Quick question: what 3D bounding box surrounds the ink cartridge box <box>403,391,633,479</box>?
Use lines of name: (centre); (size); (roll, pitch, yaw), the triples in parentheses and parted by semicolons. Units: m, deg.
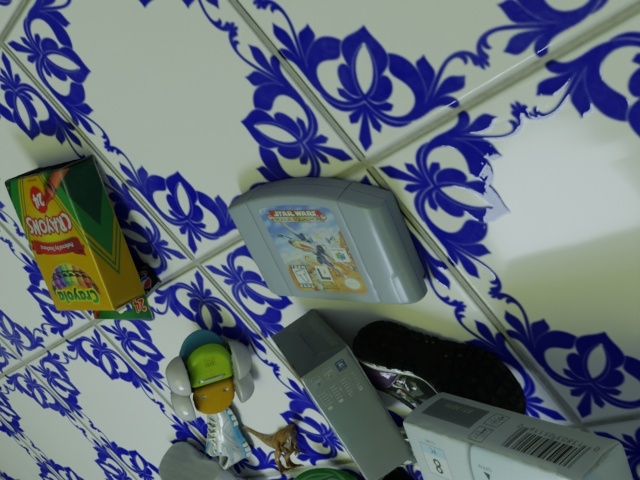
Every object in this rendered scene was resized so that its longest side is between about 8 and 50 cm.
ink cartridge box: (0.285, 0.403, 1.138); (0.308, 0.091, 0.385); (4, 117, 56)

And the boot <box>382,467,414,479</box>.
boot: (0.144, 0.479, 1.608); (0.121, 0.099, 0.045); (42, 140, -3)

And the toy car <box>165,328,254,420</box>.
toy car: (-0.217, 0.244, 1.677); (0.182, 0.159, 0.136); (89, 158, -45)

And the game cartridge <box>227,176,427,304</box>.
game cartridge: (0.000, 0.000, 1.302); (0.297, 0.062, 0.198); (1, 131, 41)

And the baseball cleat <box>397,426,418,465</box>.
baseball cleat: (0.164, 0.354, 1.509); (0.206, 0.072, 0.109); (3, 155, 31)

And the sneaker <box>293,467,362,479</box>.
sneaker: (0.078, 0.509, 1.673); (0.295, 0.109, 0.123); (18, 162, 15)

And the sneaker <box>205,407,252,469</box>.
sneaker: (-0.213, 0.408, 1.854); (0.071, 0.083, 0.191); (16, 136, 51)

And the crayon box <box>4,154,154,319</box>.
crayon box: (-0.441, 0.017, 1.613); (0.202, 0.081, 0.318); (-6, 109, 43)

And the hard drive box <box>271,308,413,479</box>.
hard drive box: (0.034, 0.249, 1.421); (0.232, 0.089, 0.181); (58, 173, -21)

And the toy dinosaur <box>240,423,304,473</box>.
toy dinosaur: (-0.081, 0.412, 1.787); (0.211, 0.064, 0.112); (-32, 72, 56)

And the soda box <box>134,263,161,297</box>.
soda box: (-0.389, 0.086, 1.713); (0.169, 0.060, 0.053); (-6, 125, 44)

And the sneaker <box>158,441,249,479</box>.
sneaker: (-0.252, 0.560, 2.023); (0.169, 0.108, 0.292); (41, 162, -27)

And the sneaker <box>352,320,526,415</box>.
sneaker: (0.186, 0.219, 1.332); (0.283, 0.107, 0.124); (23, 147, 35)
